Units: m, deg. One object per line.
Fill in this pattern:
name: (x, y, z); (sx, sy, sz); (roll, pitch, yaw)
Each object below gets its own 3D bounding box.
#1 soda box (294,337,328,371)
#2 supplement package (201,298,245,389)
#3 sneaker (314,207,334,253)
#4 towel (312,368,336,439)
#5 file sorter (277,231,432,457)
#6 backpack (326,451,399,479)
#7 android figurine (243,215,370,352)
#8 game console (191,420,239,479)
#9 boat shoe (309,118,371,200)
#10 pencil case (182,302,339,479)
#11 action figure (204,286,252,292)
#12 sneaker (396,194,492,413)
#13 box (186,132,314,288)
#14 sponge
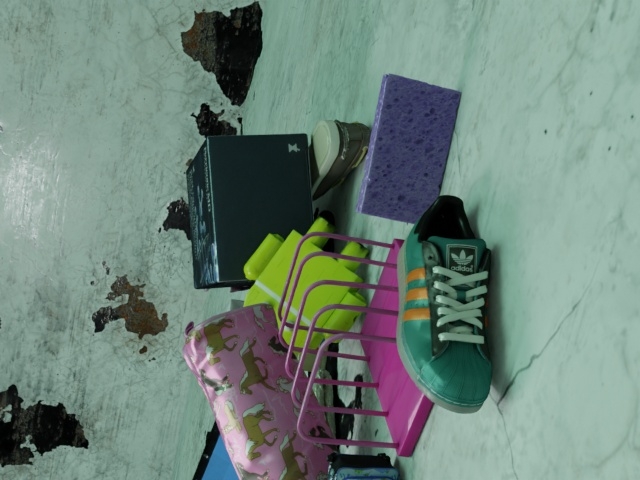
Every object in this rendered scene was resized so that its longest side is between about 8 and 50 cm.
soda box: (-0.014, 0.175, 1.620); (0.058, 0.061, 0.181); (-176, 95, -75)
supplement package: (-0.173, 0.268, 1.924); (0.293, 0.178, 0.175); (135, 142, -64)
sneaker: (-0.003, -0.001, 1.720); (0.089, 0.051, 0.170); (136, 146, -66)
towel: (-0.014, 0.405, 1.510); (0.187, 0.049, 0.282); (122, 152, -51)
file sorter: (0.047, 0.140, 1.188); (0.290, 0.182, 0.202); (-107, 30, -59)
backpack: (0.059, 0.376, 1.148); (0.084, 0.105, 0.114); (-132, 48, -72)
android figurine: (-0.036, 0.094, 1.468); (0.272, 0.248, 0.056); (-52, -27, -1)
game console: (-0.135, 0.503, 1.466); (0.250, 0.174, 0.293); (-99, 24, -48)
boat shoe: (0.012, -0.160, 1.672); (0.324, 0.097, 0.116); (131, 130, -65)
pencil case: (-0.089, 0.292, 1.290); (0.160, 0.167, 0.386); (-33, 74, 34)
action figure: (-0.199, -0.037, 2.084); (0.248, 0.276, 0.369); (120, 142, -66)
sneaker: (0.156, 0.064, 0.979); (0.302, 0.108, 0.121); (-95, 17, -47)
box: (-0.162, -0.049, 1.734); (0.395, 0.212, 0.293); (160, 106, -73)
sponge: (0.130, -0.132, 1.179); (0.031, 0.117, 0.210); (-145, 66, -76)
